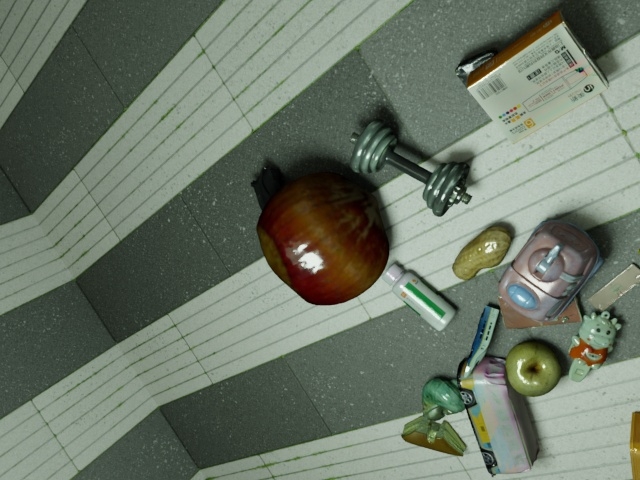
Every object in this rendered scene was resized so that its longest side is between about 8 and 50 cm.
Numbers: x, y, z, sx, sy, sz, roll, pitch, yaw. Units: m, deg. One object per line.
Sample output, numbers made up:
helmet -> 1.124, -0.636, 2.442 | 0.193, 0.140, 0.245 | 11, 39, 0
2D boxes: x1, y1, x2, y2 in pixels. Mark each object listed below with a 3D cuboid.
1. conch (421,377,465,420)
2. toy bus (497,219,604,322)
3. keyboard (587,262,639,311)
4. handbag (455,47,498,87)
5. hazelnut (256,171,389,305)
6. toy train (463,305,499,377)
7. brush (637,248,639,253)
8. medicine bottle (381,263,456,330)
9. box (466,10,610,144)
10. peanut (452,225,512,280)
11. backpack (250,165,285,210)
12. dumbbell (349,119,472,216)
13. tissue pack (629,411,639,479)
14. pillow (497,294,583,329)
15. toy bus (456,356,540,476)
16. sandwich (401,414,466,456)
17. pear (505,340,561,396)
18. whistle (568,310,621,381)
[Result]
conch -> 0.431, 0.545, 1.917 | 0.188, 0.122, 0.176 | -23, 119, 39
toy bus -> 0.605, 0.091, 1.506 | 0.197, 0.232, 0.294 | 41, 120, 24
keyboard -> 0.829, 0.134, 1.551 | 0.055, 0.017, 0.166 | 44, 127, 13
handbag -> 0.444, -0.438, 1.507 | 0.115, 0.072, 0.139 | -19, 115, 31
hazelnut -> 0.000, 0.000, 1.777 | 0.402, 0.402, 0.429 | -36, 83, 37
toy train -> 0.503, 0.323, 1.736 | 0.051, 0.052, 0.234 | 16, 83, 22
brush -> 0.874, 0.009, 1.464 | 0.021, 0.019, 0.083 | 37, 124, 1
medicine bottle -> 0.323, 0.183, 1.835 | 0.260, 0.095, 0.095 | 41, 126, 9
box -> 0.543, -0.400, 1.399 | 0.274, 0.091, 0.221 | -29, 117, 36
peanut -> 0.485, 0.044, 1.672 | 0.108, 0.095, 0.226 | 50, 128, 7
backpack -> -0.172, -0.167, 1.956 | 0.120, 0.106, 0.165 | -39, 60, 40
dumbbell -> 0.262, -0.215, 1.641 | 0.406, 0.179, 0.179 | 32, 124, 16
tissue pack -> 1.015, 0.589, 1.529 | 0.274, 0.194, 0.145 | -6, 108, 33
pillow -> 0.657, 0.205, 1.671 | 0.232, 0.043, 0.126 | -14, 103, 37
toy bus -> 0.582, 0.559, 1.808 | 0.162, 0.171, 0.386 | -16, 100, 30
sandwich -> 0.407, 0.706, 2.020 | 0.244, 0.090, 0.088 | 9, 118, 28
pear -> 0.647, 0.391, 1.697 | 0.167, 0.136, 0.167 | -2, 84, 18
whistle -> 0.781, 0.309, 1.608 | 0.102, 0.106, 0.253 | 34, 126, 35
